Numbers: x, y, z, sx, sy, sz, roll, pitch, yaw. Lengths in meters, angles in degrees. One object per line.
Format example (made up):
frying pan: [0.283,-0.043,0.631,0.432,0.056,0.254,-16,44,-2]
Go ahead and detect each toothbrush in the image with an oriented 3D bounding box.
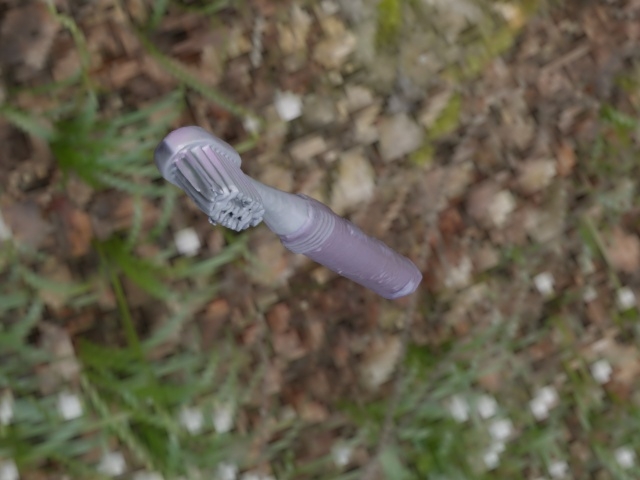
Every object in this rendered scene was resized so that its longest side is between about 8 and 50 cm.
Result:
toothbrush: [0.000,0.000,0.811,0.024,0.029,0.354,-38,165,6]
